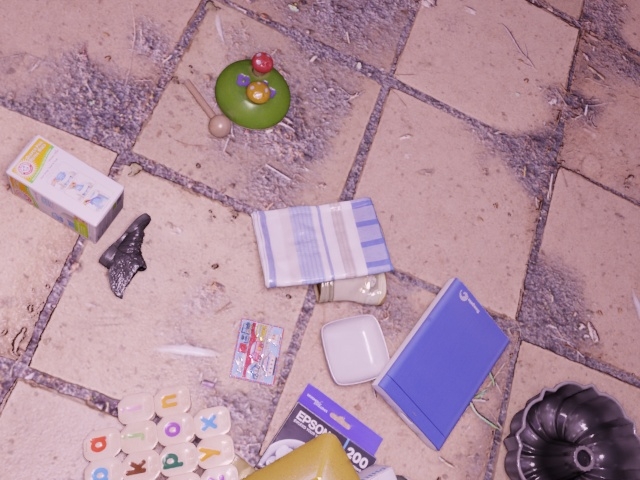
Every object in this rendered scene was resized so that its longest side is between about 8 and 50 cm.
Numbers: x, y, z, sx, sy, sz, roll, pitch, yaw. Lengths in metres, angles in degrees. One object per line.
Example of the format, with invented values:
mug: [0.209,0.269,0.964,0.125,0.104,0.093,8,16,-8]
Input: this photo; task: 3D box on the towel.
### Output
towel: [0.000,0.000,1.566,0.285,0.034,0.209,-7,54,-8]

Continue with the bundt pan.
bundt pan: [0.544,0.481,1.576,0.331,0.124,0.331,6,70,-16]

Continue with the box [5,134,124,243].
box: [-0.512,-0.102,1.447,0.203,0.114,0.103,32,66,-4]

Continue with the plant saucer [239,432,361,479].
plant saucer: [-0.042,0.574,1.292,0.333,0.081,0.333,-30,85,1]

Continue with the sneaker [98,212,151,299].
sneaker: [-0.387,0.030,1.478,0.089,0.051,0.170,40,68,-1]

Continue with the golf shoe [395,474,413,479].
golf shoe: [0.244,0.568,1.473,0.273,0.105,0.120,46,47,-4]

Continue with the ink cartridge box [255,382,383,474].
ink cartridge box: [0.007,0.429,1.463,0.206,0.045,0.208,36,62,-3]

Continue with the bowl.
bowl: [0.070,0.240,1.548,0.142,0.053,0.142,-10,73,-21]

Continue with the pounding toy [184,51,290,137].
pounding toy: [-0.170,-0.353,1.655,0.237,0.110,0.183,-24,79,-25]

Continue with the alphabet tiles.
alphabet tiles: [-0.296,0.414,1.329,0.278,0.021,0.284,-11,61,-5]

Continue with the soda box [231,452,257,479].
soda box: [-0.118,0.493,1.388,0.181,0.061,0.058,40,64,0]

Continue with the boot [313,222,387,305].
boot: [0.060,0.041,1.607,0.165,0.077,0.213,3,70,-15]

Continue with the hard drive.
hard drive: [0.274,0.268,1.583,0.210,0.040,0.319,49,63,-15]

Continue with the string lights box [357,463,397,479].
string lights box: [0.117,0.587,1.393,0.133,0.077,0.260,-19,88,-28]

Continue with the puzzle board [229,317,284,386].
puzzle board: [-0.132,0.234,1.507,0.096,0.011,0.128,15,67,-12]
